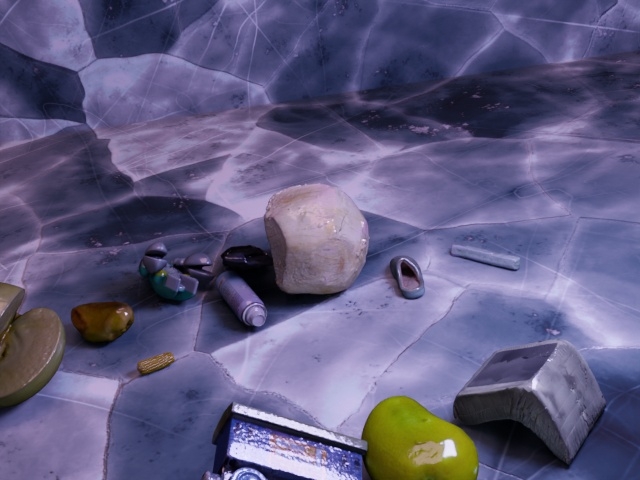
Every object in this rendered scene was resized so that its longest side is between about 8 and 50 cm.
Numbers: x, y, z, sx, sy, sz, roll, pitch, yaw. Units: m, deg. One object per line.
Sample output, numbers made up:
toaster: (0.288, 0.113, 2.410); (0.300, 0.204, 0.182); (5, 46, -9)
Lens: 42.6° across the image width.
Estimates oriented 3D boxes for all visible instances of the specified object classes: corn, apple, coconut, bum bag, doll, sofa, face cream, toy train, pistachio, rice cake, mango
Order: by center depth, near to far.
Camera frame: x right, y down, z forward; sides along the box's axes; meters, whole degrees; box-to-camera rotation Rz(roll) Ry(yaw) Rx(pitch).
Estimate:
toy train: (-0.059, 0.416, 1.429); (0.300, 0.131, 0.202); (20, 36, -14)
mango: (0.169, 0.393, 1.505); (0.185, 0.149, 0.273); (-29, 28, -24)
sofa: (0.418, 0.325, 1.654); (0.225, 0.176, 0.210); (-21, 11, 44)
apple: (-0.736, 0.239, 1.870); (0.292, 0.292, 0.254); (6, 54, 23)
corn: (-0.390, 0.291, 1.952); (0.092, 0.037, 0.037); (-20, 30, -21)
pistachio: (-0.549, 0.206, 2.096); (0.189, 0.100, 0.110); (-5, 3, 26)
face cream: (-0.201, 0.156, 2.128); (0.075, 0.075, 0.229); (-17, 30, -19)
coconut: (0.000, 0.000, 2.159); (0.255, 0.297, 0.297); (-11, 27, 9)
rice cake: (0.447, 0.043, 2.238); (0.208, 0.033, 0.033); (14, 24, 37)
doll: (-0.424, 0.076, 2.244); (0.258, 0.153, 0.195); (14, 6, 27)
bum bag: (-0.203, 0.053, 2.250); (0.137, 0.074, 0.310); (1, 3, -8)

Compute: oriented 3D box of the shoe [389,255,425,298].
shoe: (0.231, 0.077, 2.176); (0.079, 0.078, 0.195); (-8, 31, -1)
